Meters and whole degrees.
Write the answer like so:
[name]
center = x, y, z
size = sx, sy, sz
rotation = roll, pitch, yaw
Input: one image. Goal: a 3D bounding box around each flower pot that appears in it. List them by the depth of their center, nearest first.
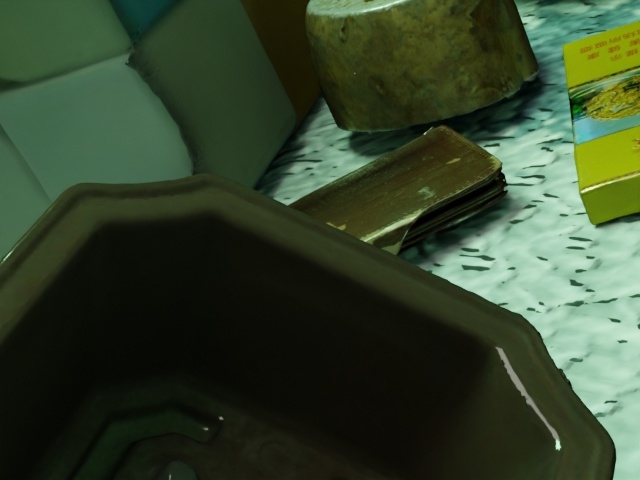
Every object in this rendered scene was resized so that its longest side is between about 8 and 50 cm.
[flower pot]
center = -0.036, 0.100, 0.284
size = 0.179, 0.084, 0.251
rotation = 25, 41, 5

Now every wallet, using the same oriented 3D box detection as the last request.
[wallet]
center = 0.000, 0.000, 0.546
size = 0.176, 0.026, 0.095
rotation = -27, 21, -7

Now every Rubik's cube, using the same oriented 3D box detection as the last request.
[Rubik's cube]
center = -0.200, -0.208, 0.736
size = 0.346, 0.347, 0.344
rotation = -9, 30, 28

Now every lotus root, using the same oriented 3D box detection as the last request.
[lotus root]
center = 0.053, -0.109, 0.626
size = 0.122, 0.081, 0.112
rotation = -9, 29, 27

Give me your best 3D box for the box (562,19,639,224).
[box]
center = 0.159, -0.066, 0.528
size = 0.087, 0.023, 0.155
rotation = -14, 30, 17
